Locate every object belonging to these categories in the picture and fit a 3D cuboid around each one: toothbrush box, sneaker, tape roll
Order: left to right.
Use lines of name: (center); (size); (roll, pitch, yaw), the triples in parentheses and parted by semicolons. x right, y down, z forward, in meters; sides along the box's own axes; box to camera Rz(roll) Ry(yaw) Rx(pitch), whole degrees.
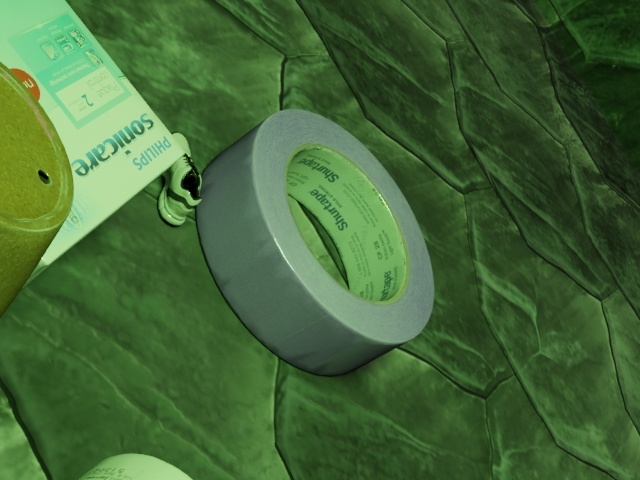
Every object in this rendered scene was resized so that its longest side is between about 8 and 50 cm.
toothbrush box: (-0.278, -0.113, 0.811); (0.295, 0.126, 0.216); (53, 32, -8)
sneaker: (-0.134, -0.066, 1.041); (0.040, 0.043, 0.109); (24, 43, -38)
tape roll: (0.000, 0.000, 1.121); (0.275, 0.090, 0.275); (34, 39, -33)

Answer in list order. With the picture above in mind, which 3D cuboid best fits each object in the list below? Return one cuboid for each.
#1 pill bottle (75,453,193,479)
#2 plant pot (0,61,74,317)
pill bottle: (-0.164, 0.240, 0.652); (0.131, 0.131, 0.229); (57, 32, -1)
plant pot: (-0.265, 0.004, 0.568); (0.237, 0.254, 0.237); (49, 22, -27)
